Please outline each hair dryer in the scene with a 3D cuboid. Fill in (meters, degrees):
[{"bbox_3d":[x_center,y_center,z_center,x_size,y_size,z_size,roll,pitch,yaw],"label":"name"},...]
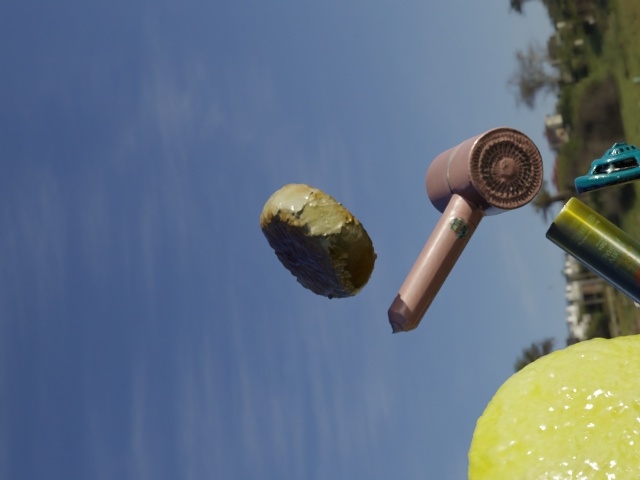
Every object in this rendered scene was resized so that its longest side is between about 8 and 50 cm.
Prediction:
[{"bbox_3d":[0.192,-0.006,1.681,0.352,0.125,0.210,-57,9,-11],"label":"hair dryer"}]

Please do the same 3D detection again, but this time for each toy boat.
[{"bbox_3d":[0.631,-0.162,2.119,0.134,0.298,0.092,171,87,-72],"label":"toy boat"}]

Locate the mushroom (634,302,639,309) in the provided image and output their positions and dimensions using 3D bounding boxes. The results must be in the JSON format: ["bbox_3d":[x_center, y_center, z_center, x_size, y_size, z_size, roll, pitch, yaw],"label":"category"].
[{"bbox_3d":[0.686,0.019,2.005,0.351,0.097,0.109,-47,-57,-25],"label":"mushroom"}]

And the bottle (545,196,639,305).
[{"bbox_3d":[0.496,0.045,1.719,0.286,0.082,0.082,37,-166,11],"label":"bottle"}]

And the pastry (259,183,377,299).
[{"bbox_3d":[0.000,0.000,1.624,0.093,0.182,0.192,-45,-50,-21],"label":"pastry"}]

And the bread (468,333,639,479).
[{"bbox_3d":[0.351,0.295,1.135,0.348,0.348,0.308,-76,-33,-53],"label":"bread"}]
